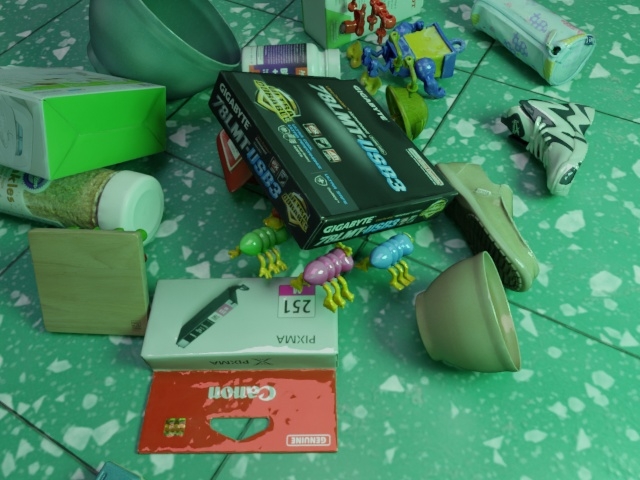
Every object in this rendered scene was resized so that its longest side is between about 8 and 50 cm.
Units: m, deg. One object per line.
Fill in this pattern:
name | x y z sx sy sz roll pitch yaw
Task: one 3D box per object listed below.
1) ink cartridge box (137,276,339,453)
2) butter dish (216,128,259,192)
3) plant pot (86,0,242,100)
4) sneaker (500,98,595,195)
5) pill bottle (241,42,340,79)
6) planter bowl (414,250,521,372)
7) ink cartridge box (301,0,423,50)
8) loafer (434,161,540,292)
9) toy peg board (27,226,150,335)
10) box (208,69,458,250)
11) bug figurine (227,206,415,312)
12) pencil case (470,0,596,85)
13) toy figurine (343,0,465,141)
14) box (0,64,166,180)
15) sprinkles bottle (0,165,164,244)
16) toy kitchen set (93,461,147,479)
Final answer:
ink cartridge box | -0.111 0.166 0.742 0.274 0.060 0.239 -1 53 2
butter dish | -0.097 -0.170 0.955 0.160 0.118 0.160 -41 50 26
plant pot | -0.326 -0.389 1.036 0.196 0.293 0.293 -38 51 24
sneaker | 0.389 -0.178 0.947 0.153 0.094 0.235 19 57 17
pill bottle | -0.057 -0.342 1.077 0.193 0.108 0.108 -3 54 1
planter bowl | 0.195 0.106 0.725 0.109 0.162 0.162 -17 50 23
ink cartridge box | 0.096 -0.579 1.186 0.272 0.198 0.115 -29 56 -17
loafer | 0.272 -0.040 0.846 0.092 0.102 0.269 -21 55 -5
toy peg board | -0.329 0.051 0.800 0.161 0.161 0.079 2 20 4
box | 0.023 -0.138 0.813 0.293 0.073 0.296 -13 59 -40
bug figurine | 0.000 0.000 0.799 0.279 0.072 0.216 25 36 29
pencil case | 0.439 -0.440 1.120 0.124 0.114 0.273 -10 50 -32
toy figurine | 0.204 -0.374 1.048 0.217 0.191 0.363 -12 55 -12
box | -0.432 -0.211 0.884 0.231 0.127 0.262 15 24 19
sprinkles bottle | -0.451 -0.083 0.901 0.355 0.121 0.121 13 56 12
toy kitchen set | -0.196 0.323 0.565 0.207 0.166 0.122 19 57 15
